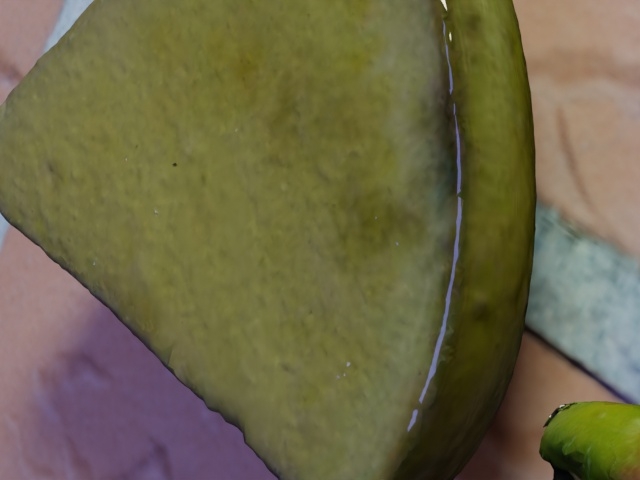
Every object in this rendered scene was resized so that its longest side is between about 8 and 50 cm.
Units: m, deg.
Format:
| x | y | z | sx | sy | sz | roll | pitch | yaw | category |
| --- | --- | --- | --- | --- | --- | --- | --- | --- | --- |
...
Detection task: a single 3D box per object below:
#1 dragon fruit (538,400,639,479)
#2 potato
| x | y | z | sx | sy | sz | roll | pitch | yaw | category |
| --- | --- | --- | --- | --- | --- | --- | --- | --- | --- |
| 0.179 | 0.127 | 0.483 | 0.269 | 0.198 | 0.200 | -2 | 122 | 51 | dragon fruit |
| 0.000 | 0.000 | 0.737 | 0.269 | 0.112 | 0.255 | -43 | 56 | 34 | potato |
